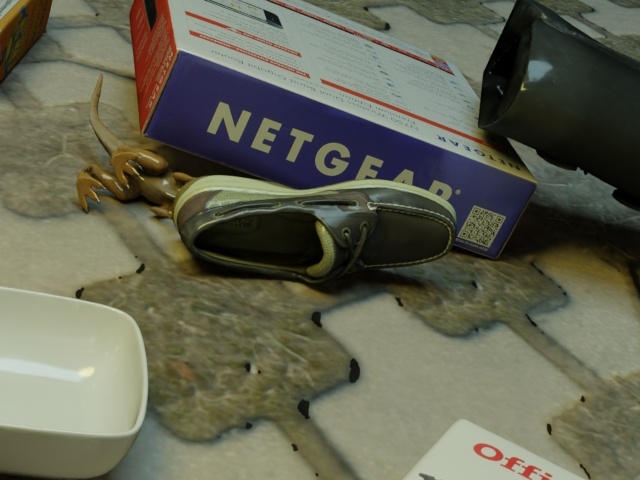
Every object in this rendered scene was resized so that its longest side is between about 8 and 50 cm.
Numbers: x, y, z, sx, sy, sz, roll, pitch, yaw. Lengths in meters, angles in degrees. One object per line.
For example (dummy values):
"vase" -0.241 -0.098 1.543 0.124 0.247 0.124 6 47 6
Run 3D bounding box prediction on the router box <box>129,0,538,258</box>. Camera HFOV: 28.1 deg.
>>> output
"router box" -0.002 -0.135 1.171 0.336 0.082 0.301 19 23 -18

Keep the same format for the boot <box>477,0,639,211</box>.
"boot" 0.351 -0.042 1.071 0.445 0.146 0.367 30 11 -8

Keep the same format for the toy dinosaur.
"toy dinosaur" -0.150 -0.058 1.036 0.211 0.064 0.112 38 18 19

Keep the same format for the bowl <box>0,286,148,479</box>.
"bowl" -0.171 0.083 0.721 0.142 0.053 0.142 9 26 -14

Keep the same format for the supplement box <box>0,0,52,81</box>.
"supplement box" -0.313 -0.205 1.202 0.080 0.078 0.233 18 25 -4

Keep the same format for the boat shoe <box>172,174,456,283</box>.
"boat shoe" 0.000 -0.001 0.976 0.224 0.080 0.073 5 32 -12

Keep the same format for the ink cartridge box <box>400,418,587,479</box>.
"ink cartridge box" 0.081 0.199 0.577 0.172 0.100 0.237 26 27 18
